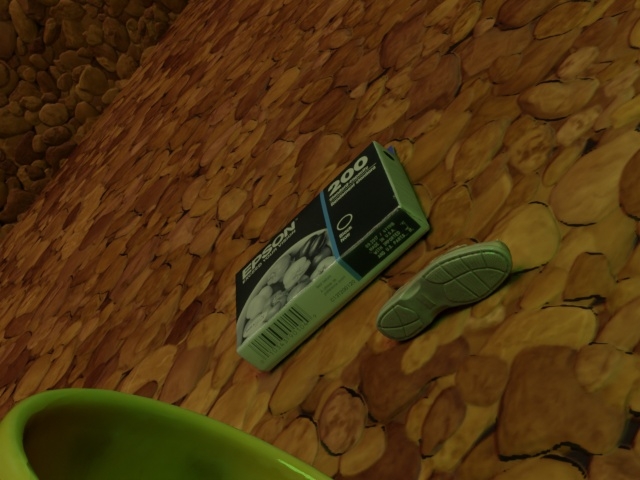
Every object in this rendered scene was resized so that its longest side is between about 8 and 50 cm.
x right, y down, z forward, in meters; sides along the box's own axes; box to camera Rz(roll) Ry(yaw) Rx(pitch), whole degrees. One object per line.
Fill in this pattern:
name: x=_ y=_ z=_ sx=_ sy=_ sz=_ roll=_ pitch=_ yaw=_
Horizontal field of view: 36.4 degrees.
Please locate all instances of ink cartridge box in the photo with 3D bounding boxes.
ink cartridge box: x=0.000 y=0.000 z=0.945 sx=0.206 sy=0.045 sz=0.208 roll=-43 pitch=22 yaw=14

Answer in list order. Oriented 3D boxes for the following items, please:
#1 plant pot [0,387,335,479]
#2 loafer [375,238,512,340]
plant pot: x=-0.090 y=0.239 z=0.500 sx=0.239 sy=0.254 sz=0.254 roll=-65 pitch=23 yaw=3
loafer: x=0.092 y=0.031 z=0.734 sx=0.125 sy=0.045 sz=0.039 roll=-37 pitch=19 yaw=33
